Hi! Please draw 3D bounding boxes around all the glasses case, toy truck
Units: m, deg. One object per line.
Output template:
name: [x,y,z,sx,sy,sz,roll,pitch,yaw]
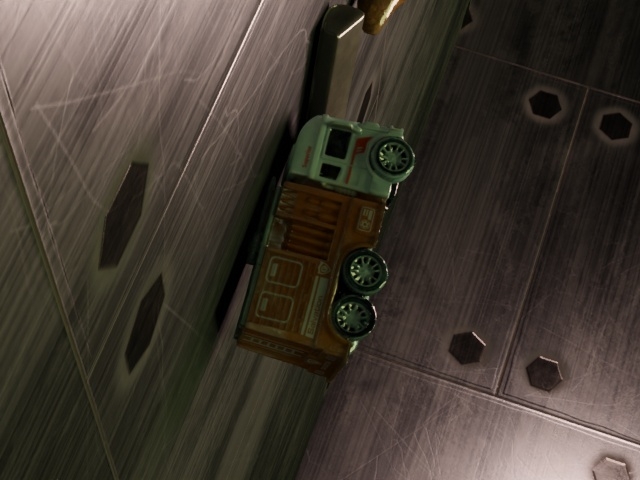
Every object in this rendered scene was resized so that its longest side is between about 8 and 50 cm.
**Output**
glasses case: [0.011,-0.200,1.665,0.191,0.042,0.072,101,16,-46]
toy truck: [0.000,0.000,1.607,0.136,0.162,0.305,120,-14,-71]

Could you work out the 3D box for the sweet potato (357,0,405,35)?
sweet potato: [0.122,-0.406,1.808,0.097,0.097,0.292,50,59,-82]
